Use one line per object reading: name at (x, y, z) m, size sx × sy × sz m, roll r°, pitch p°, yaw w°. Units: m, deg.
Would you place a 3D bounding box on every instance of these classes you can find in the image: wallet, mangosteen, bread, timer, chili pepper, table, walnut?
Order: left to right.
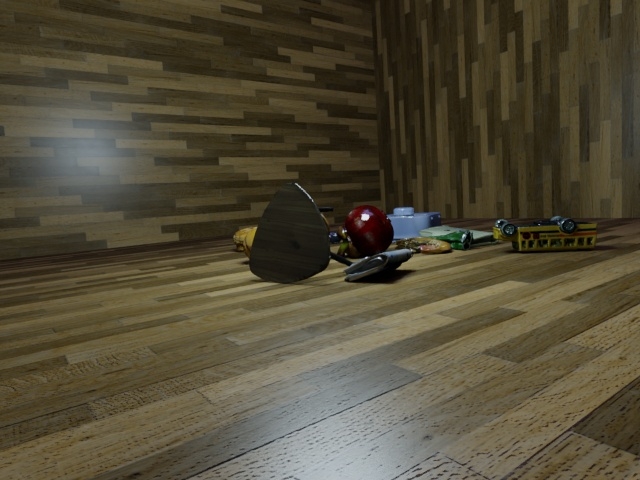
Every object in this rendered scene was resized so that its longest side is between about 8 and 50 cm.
bread at (-0.350, -0.010, 2.314) m, size 0.198 × 0.120 × 0.236 m, roll -4°, pitch 6°, yaw 7°
walnut at (-0.229, 0.014, 1.831) m, size 0.159 × 0.159 × 0.206 m, roll 1°, pitch 12°, yaw 42°
table at (-0.029, -0.010, 1.435) m, size 0.317 × 0.318 × 0.249 m, roll 0°, pitch -8°, yaw 35°
mangosteen at (0.170, -0.020, 1.787) m, size 0.257 × 0.215 × 0.215 m, roll -38°, pitch 1°, yaw 8°
wallet at (0.178, 0.075, 1.345) m, size 0.170 × 0.070 × 0.231 m, roll -21°, pitch -7°, yaw 29°
timer at (0.437, -0.090, 2.349) m, size 0.394 × 0.174 × 0.395 m, roll -4°, pitch 6°, yaw 0°
chili pepper at (0.535, -0.005, 1.863) m, size 0.059 × 0.088 × 0.226 m, roll 34°, pitch -16°, yaw -31°
wallet at (0.615, -0.015, 2.001) m, size 0.223 × 0.077 × 0.309 m, roll -5°, pitch 8°, yaw -24°

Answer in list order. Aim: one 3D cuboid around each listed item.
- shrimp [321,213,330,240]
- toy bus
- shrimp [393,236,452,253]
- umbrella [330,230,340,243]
shrimp at (-0.074, 0.023, 1.612) m, size 0.178 × 0.289 × 0.075 m, roll 36°, pitch 7°, yaw -22°
toy bus at (0.818, -0.021, 1.617) m, size 0.335 × 0.123 × 0.121 m, roll -3°, pitch 7°, yaw 8°
shrimp at (0.415, 0.023, 1.771) m, size 0.248 × 0.068 × 0.150 m, roll 0°, pitch 10°, yaw -12°
umbrella at (-0.001, -0.004, 2.364) m, size 0.248 × 0.071 × 0.071 m, roll -7°, pitch 5°, yaw 4°
